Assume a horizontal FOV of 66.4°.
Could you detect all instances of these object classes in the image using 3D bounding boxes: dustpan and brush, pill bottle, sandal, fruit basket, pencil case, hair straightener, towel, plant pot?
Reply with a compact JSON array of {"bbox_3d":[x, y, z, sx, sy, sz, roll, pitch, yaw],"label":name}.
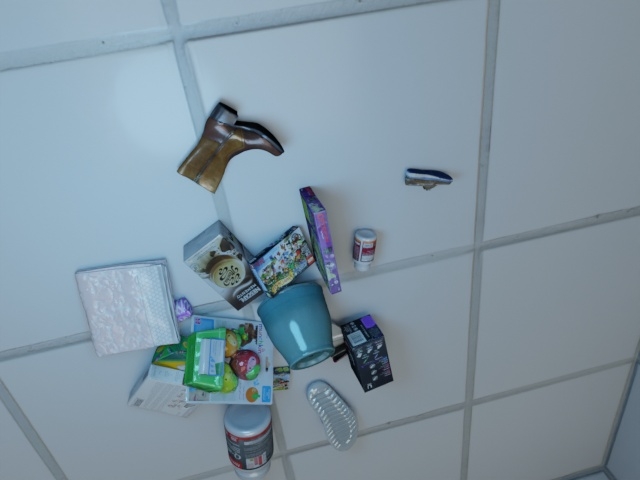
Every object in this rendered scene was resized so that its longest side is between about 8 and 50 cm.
[{"bbox_3d":[0.016,0.369,2.068,0.147,0.060,0.211,-18,115,2],"label":"dustpan and brush"},{"bbox_3d":[0.169,0.039,1.900,0.086,0.086,0.152,-2,121,-13],"label":"pill bottle"},{"bbox_3d":[0.060,0.820,2.334,0.169,0.102,0.416,-29,111,-14],"label":"sandal"},{"bbox_3d":[-0.334,0.460,1.884,0.353,0.327,0.165,10,156,-25],"label":"fruit basket"},{"bbox_3d":[-0.586,0.294,1.858,0.206,0.088,0.086,-29,113,3],"label":"pencil case"},{"bbox_3d":[0.134,0.448,2.155,0.230,0.047,0.089,-31,123,5],"label":"hair straightener"},{"bbox_3d":[-0.687,0.246,1.763,0.317,0.053,0.332,-8,105,-3],"label":"towel"},{"bbox_3d":[-0.318,0.906,2.214,0.210,0.210,0.363,-6,121,-11],"label":"pill bottle"},{"bbox_3d":[-0.075,0.339,1.856,0.271,0.255,0.272,-18,152,-10],"label":"plant pot"}]

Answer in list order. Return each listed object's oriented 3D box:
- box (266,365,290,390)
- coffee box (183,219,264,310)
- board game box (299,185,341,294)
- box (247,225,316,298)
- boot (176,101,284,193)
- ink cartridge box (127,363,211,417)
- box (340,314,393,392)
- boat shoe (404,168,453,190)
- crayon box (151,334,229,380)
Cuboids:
[{"bbox_3d":[-0.240,0.619,2.168,0.207,0.036,0.114,-3,120,-13],"label":"box"},{"bbox_3d":[-0.336,0.095,1.784,0.168,0.119,0.297,-36,122,7],"label":"coffee box"},{"bbox_3d":[0.000,0.000,1.763,0.056,0.208,0.347,-15,123,-5],"label":"board game box"},{"bbox_3d":[-0.138,0.078,1.792,0.233,0.044,0.159,-41,119,-27],"label":"box"},{"bbox_3d":[-0.290,-0.264,1.599,0.264,0.096,0.280,26,112,-26],"label":"boot"},{"bbox_3d":[-0.615,0.621,1.997,0.261,0.066,0.296,22,134,-24],"label":"ink cartridge box"},{"bbox_3d":[0.197,0.479,2.074,0.143,0.165,0.270,-20,121,-9],"label":"box"},{"bbox_3d":[0.400,-0.224,1.822,0.183,0.066,0.066,8,123,-7],"label":"boat shoe"},{"bbox_3d":[-0.511,0.500,1.969,0.165,0.081,0.278,-27,126,32],"label":"crayon box"}]
